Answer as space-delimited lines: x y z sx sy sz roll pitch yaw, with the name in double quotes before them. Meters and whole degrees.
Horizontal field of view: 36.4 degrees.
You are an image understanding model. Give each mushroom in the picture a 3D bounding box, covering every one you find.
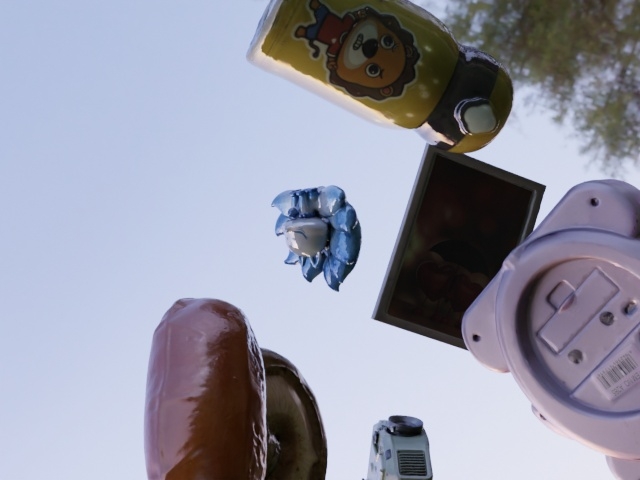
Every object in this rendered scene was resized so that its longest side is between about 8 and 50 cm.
"mushroom" -0.104 0.285 1.277 0.278 0.163 0.297 50 -137 -50

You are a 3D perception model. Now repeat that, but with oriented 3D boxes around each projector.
"projector" 0.129 0.400 1.665 0.269 0.088 0.193 -109 25 -81

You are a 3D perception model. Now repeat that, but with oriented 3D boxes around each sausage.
"sausage" -0.117 0.167 0.986 0.133 0.133 0.258 62 -160 -48

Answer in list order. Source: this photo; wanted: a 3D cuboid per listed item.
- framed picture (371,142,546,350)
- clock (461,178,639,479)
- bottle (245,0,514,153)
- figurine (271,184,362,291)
"framed picture" 0.217 0.016 1.505 0.211 0.020 0.289 20 -96 -15
"clock" 0.358 0.118 1.179 0.113 0.322 0.295 -10 -39 -55
"bottle" 0.093 -0.236 1.281 0.351 0.171 0.171 24 -87 -11
"figurine" 0.000 0.000 0.928 0.079 0.114 0.114 -18 -55 -48
